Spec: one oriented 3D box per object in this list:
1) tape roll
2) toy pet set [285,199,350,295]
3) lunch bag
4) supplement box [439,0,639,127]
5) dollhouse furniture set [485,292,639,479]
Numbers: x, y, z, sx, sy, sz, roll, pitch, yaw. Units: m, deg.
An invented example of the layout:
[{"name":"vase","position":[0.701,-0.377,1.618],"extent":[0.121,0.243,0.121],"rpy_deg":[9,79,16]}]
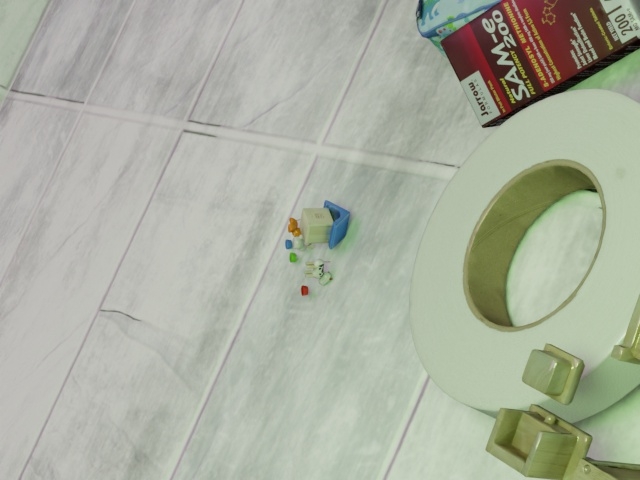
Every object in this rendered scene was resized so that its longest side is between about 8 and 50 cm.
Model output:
[{"name":"tape roll","position":[0.257,0.015,1.317],"extent":[0.392,0.072,0.392],"rpy_deg":[-34,41,37]},{"name":"toy pet set","position":[0.000,0.000,1.675],"extent":[0.122,0.065,0.114],"rpy_deg":[-110,25,-48]},{"name":"lunch bag","position":[0.234,-0.353,1.595],"extent":[0.219,0.090,0.176],"rpy_deg":[-14,54,42]},{"name":"supplement box","position":[0.279,-0.249,1.445],"extent":[0.239,0.073,0.130],"rpy_deg":[-30,81,34]},{"name":"dollhouse furniture set","position":[0.354,0.093,1.049],"extent":[0.303,0.173,0.356],"rpy_deg":[26,100,52]}]
